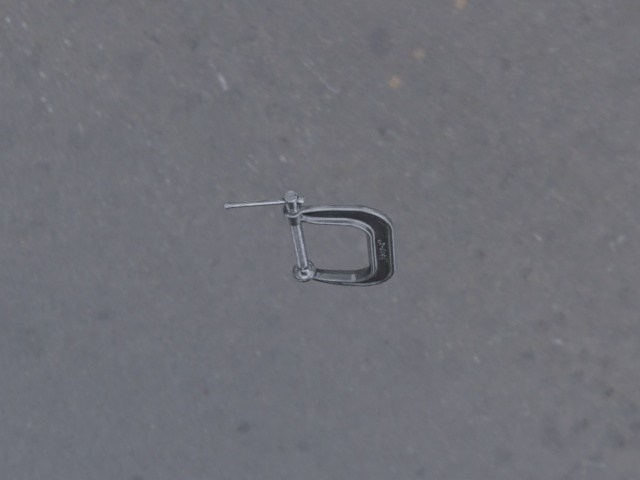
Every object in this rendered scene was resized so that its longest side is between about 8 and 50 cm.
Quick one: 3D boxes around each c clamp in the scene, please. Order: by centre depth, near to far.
[{"bbox_3d":[0.000,0.000,1.167,0.137,0.022,0.161,-4,149,10],"label":"c clamp"}]
